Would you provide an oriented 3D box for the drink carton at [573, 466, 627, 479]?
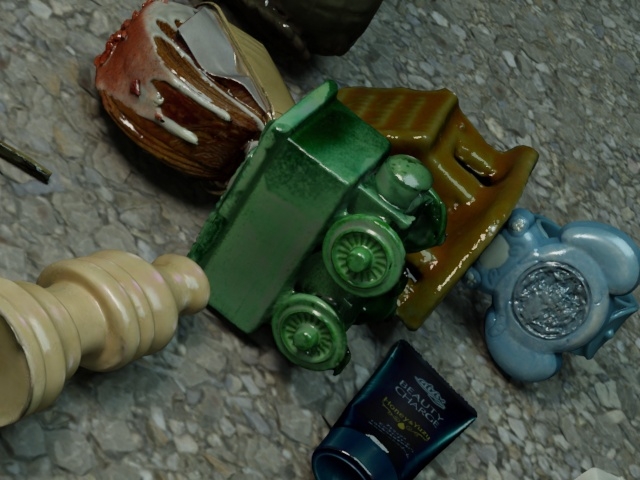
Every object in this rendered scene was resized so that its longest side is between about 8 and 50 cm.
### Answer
[{"bbox_3d":[0.176,0.334,1.452,0.106,0.315,0.131,26,41,-28],"label":"drink carton"}]

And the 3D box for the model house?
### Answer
[{"bbox_3d":[0.086,-0.062,1.842,0.239,0.173,0.268,43,34,-7],"label":"model house"}]

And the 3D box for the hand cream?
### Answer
[{"bbox_3d":[0.076,0.192,1.710,0.120,0.061,0.270,44,29,5],"label":"hand cream"}]

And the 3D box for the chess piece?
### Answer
[{"bbox_3d":[-0.204,0.068,1.494,0.307,0.138,0.124,-16,100,-53],"label":"chess piece"}]

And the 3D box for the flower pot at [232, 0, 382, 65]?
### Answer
[{"bbox_3d":[-0.011,-0.361,1.954,0.213,0.302,0.302,26,40,-6],"label":"flower pot"}]

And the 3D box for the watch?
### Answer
[{"bbox_3d":[0.274,0.047,1.944,0.211,0.211,0.193,49,16,3],"label":"watch"}]

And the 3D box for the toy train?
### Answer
[{"bbox_3d":[0.000,0.000,1.637,0.202,0.266,0.145,38,36,6],"label":"toy train"}]

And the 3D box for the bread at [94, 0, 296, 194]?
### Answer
[{"bbox_3d":[-0.130,-0.150,1.746,0.212,0.142,0.224,11,40,-42],"label":"bread"}]

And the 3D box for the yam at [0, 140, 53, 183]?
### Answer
[{"bbox_3d":[-0.307,-0.088,1.614,0.107,0.014,0.014,32,39,-19],"label":"yam"}]
